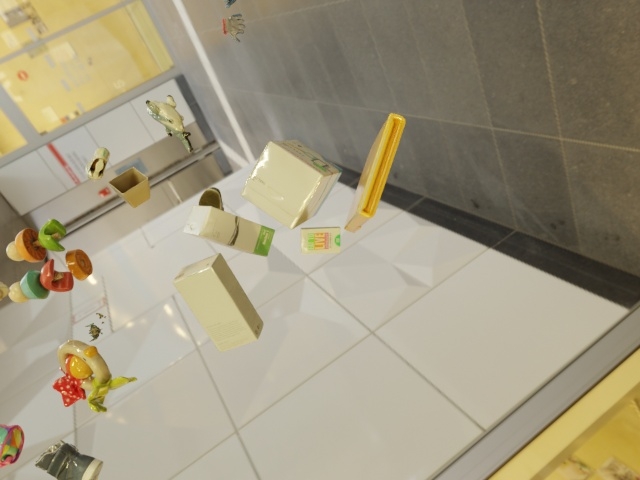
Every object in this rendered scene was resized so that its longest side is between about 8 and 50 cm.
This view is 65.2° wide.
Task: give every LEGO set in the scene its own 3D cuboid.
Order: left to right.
[{"bbox_3d":[-0.619,0.242,1.389,0.054,0.083,0.023,40,177,8],"label":"LEGO set"}]

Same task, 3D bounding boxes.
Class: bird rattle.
[{"bbox_3d":[-0.635,0.353,1.363,0.254,0.143,0.206,7,119,35],"label":"bird rattle"}]

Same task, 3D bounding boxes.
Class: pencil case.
[{"bbox_3d":[-0.823,0.471,1.158,0.104,0.237,0.104,-177,90,-89],"label":"pencil case"}]

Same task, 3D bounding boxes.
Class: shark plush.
[{"bbox_3d":[-0.351,-0.278,1.194,0.161,0.073,0.067,41,134,-2],"label":"shark plush"}]

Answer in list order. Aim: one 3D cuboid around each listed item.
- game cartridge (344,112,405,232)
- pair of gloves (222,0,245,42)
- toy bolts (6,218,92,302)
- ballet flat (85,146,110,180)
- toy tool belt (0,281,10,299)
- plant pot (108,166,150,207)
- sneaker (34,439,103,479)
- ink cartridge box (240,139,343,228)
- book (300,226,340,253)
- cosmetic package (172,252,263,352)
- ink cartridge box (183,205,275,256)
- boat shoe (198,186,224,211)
[{"bbox_3d":[0.147,-0.175,1.429,0.053,0.285,0.323,19,173,0],"label":"game cartridge"},{"bbox_3d":[-0.271,-0.725,1.573,0.159,0.023,0.198,-60,-26,-60],"label":"pair of gloves"},{"bbox_3d":[-0.794,0.091,1.444,0.218,0.159,0.228,65,-177,-46],"label":"toy bolts"},{"bbox_3d":[-0.714,-0.230,1.593,0.168,0.057,0.052,-45,43,45],"label":"ballet flat"},{"bbox_3d":[-0.667,0.098,0.993,0.083,0.051,0.052,27,149,0],"label":"toy tool belt"},{"bbox_3d":[-0.689,-0.185,1.835,0.109,0.109,0.096,33,149,31],"label":"plant pot"},{"bbox_3d":[-0.708,0.655,1.386,0.163,0.226,0.086,27,-159,-1],"label":"sneaker"},{"bbox_3d":[-0.084,-0.186,1.591,0.198,0.197,0.270,34,-162,5],"label":"ink cartridge box"},{"bbox_3d":[0.000,0.000,1.822,0.035,0.144,0.096,-131,39,-75],"label":"book"},{"bbox_3d":[-0.249,0.157,1.244,0.085,0.117,0.231,-77,-37,-65],"label":"cosmetic package"},{"bbox_3d":[-0.274,-0.028,1.496,0.219,0.092,0.160,22,172,-34],"label":"ink cartridge box"},{"bbox_3d":[-0.381,-0.113,1.773,0.080,0.073,0.223,19,137,3],"label":"boat shoe"}]
